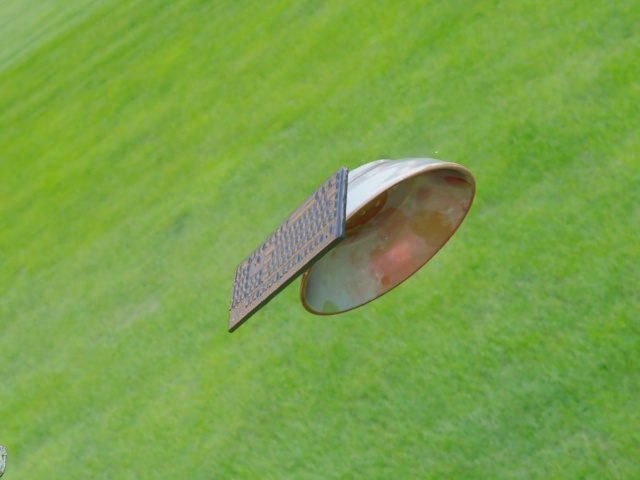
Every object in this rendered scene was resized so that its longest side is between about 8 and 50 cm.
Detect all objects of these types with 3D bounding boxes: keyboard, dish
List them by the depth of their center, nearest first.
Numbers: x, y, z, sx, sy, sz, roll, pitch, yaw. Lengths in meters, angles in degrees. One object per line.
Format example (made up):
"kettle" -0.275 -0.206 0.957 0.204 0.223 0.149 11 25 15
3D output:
"keyboard" -0.011 -0.005 1.160 0.381 0.041 0.103 -34 43 46
"dish" 0.061 -0.024 1.309 0.260 0.260 0.085 -37 65 -3

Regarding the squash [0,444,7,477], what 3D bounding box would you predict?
"squash" -0.315 0.142 0.729 0.123 0.186 0.123 -28 33 20
